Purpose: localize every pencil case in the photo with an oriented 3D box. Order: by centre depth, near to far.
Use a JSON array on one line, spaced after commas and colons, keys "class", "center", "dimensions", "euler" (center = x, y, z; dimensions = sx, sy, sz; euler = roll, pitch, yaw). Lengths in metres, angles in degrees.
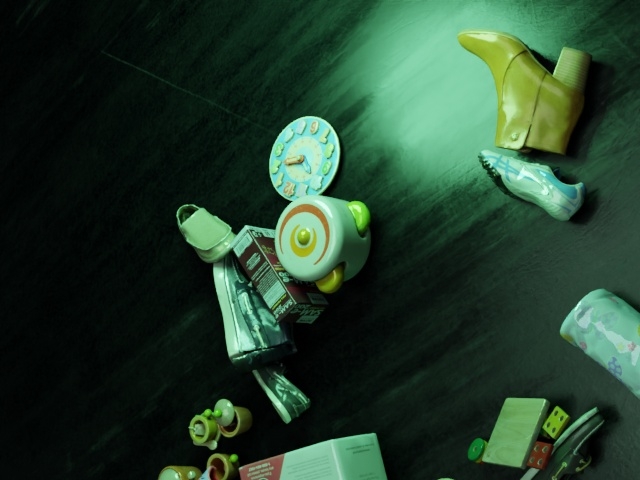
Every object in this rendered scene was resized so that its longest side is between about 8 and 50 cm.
[{"class": "pencil case", "center": [0.543, 0.203, 1.412], "dimensions": [0.273, 0.113, 0.124], "euler": [42, 120, 33]}]

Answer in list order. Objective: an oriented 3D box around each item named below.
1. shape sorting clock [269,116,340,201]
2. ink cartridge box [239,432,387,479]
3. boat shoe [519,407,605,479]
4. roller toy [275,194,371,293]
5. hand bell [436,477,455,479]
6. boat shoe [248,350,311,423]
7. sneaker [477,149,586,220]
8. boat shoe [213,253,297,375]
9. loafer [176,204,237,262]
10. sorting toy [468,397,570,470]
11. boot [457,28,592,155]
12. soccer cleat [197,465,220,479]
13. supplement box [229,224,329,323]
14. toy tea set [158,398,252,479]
[{"class": "shape sorting clock", "center": [-0.041, -0.193, 1.950], "dimensions": [0.206, 0.040, 0.206], "euler": [-5, 83, 37]}, {"class": "ink cartridge box", "center": [0.014, 0.625, 1.709], "dimensions": [0.279, 0.160, 0.385], "euler": [-25, 70, 33]}, {"class": "boat shoe", "center": [0.446, 0.398, 1.489], "dimensions": [0.069, 0.081, 0.228], "euler": [47, 119, 28]}, {"class": "roller toy", "center": [0.000, 0.000, 1.830], "dimensions": [0.191, 0.146, 0.209], "euler": [18, 96, 38]}, {"class": "hand bell", "center": [0.186, 0.534, 1.567], "dimensions": [0.126, 0.242, 0.126], "euler": [-5, 82, 38]}, {"class": "boat shoe", "center": [-0.107, 0.324, 1.936], "dimensions": [0.079, 0.084, 0.233], "euler": [-34, 51, -11]}, {"class": "sneaker", "center": [0.404, -0.118, 1.584], "dimensions": [0.086, 0.085, 0.237], "euler": [-48, 52, -7]}, {"class": "boat shoe", "center": [-0.154, 0.154, 1.968], "dimensions": [0.158, 0.127, 0.341], "euler": [-16, 55, 0]}, {"class": "loafer", "center": [-0.292, -0.022, 2.037], "dimensions": [0.102, 0.092, 0.268], "euler": [-44, 32, -15]}, {"class": "sorting toy", "center": [0.376, 0.360, 1.517], "dimensions": [0.132, 0.046, 0.274], "euler": [-64, 13, -18]}, {"class": "boot", "center": [0.367, -0.287, 1.607], "dimensions": [0.295, 0.104, 0.211], "euler": [23, 98, 33]}, {"class": "soccer cleat", "center": [-0.188, 0.618, 1.901], "dimensions": [0.248, 0.083, 0.095], "euler": [26, 85, 24]}, {"class": "supplement box", "center": [-0.096, 0.079, 1.906], "dimensions": [0.073, 0.130, 0.239], "euler": [-47, 60, 23]}, {"class": "toy tea set", "center": [-0.291, 0.534, 2.008], "dimensions": [0.200, 0.124, 0.336], "euler": [21, 98, 37]}]
